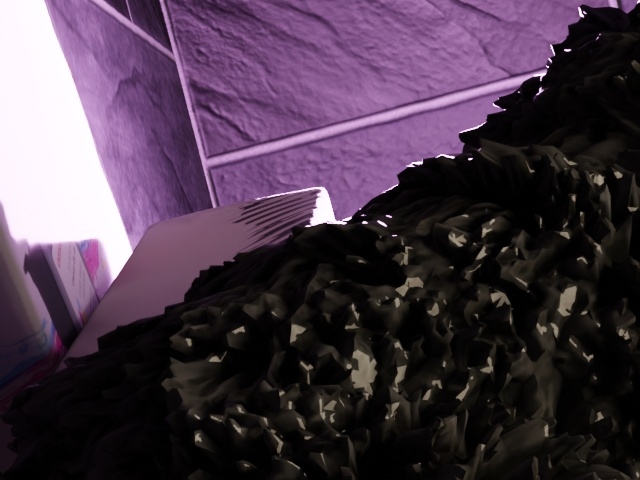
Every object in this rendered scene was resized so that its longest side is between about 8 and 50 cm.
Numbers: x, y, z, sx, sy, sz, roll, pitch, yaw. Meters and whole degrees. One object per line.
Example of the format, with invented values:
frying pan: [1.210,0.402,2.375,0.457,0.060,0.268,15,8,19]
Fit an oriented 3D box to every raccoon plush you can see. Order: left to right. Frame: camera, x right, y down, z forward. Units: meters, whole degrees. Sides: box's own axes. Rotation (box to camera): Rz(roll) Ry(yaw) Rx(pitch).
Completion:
raccoon plush: [0.000,0.000,0.568,0.216,0.446,0.299,-34,-137,49]

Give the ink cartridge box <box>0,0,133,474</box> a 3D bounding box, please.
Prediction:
ink cartridge box: [-0.161,0.017,0.843,0.226,0.131,0.306,-97,174,-54]

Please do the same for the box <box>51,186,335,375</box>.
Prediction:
box: [-0.038,0.065,0.806,0.275,0.094,0.113,-78,156,-75]
